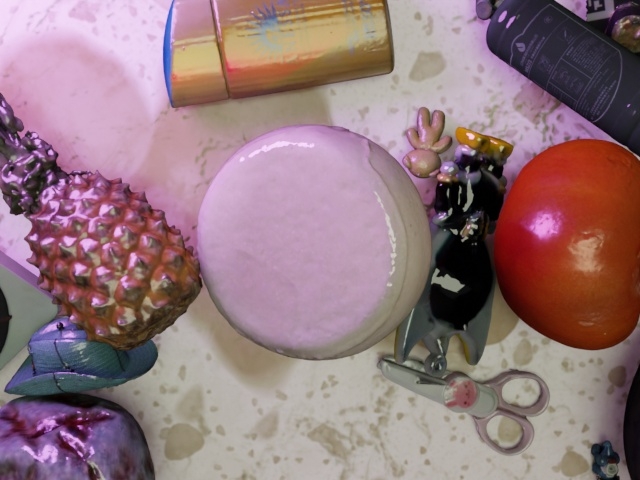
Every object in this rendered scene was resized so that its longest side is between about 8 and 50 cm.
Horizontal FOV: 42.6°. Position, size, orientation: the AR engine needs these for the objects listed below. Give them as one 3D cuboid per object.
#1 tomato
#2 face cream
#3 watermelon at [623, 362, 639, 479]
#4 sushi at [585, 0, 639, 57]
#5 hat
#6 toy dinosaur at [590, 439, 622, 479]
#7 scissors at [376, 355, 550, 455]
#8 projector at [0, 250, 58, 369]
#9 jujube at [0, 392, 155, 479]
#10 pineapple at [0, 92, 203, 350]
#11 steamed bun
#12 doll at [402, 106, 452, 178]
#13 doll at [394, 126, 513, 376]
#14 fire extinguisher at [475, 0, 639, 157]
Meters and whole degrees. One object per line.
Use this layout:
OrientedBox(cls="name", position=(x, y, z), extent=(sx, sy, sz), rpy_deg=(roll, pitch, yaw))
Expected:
OrientedBox(cls="tomato", position=(0.308, 0.004, 0.997), extent=(0.180, 0.260, 0.260), rpy_deg=(11, 96, 23))
OrientedBox(cls="face cream", position=(-0.057, -0.254, 1.017), extent=(0.285, 0.067, 0.139), rpy_deg=(-10, 94, -3))
OrientedBox(cls="watermelon", position=(0.522, 0.239, 1.014), extent=(0.279, 0.279, 0.359), rpy_deg=(12, 96, -6))
OrientedBox(cls="sushi", position=(0.433, -0.252, 0.987), extent=(0.215, 0.050, 0.192), rpy_deg=(-3, 132, 16))
OrientedBox(cls="hat", position=(-0.299, 0.132, 1.002), extent=(0.191, 0.138, 0.078), rpy_deg=(-10, 113, 0))
OrientedBox(cls="toy dinosaur", position=(0.393, 0.310, 1.124), extent=(0.030, 0.047, 0.083), rpy_deg=(-7, 98, -3))
OrientedBox(cls="scissors", position=(0.188, 0.207, 1.104), extent=(0.242, 0.030, 0.118), rpy_deg=(20, 94, -11))
OrientedBox(cls="projector", position=(-0.492, 0.090, 0.968), extent=(0.257, 0.079, 0.259), rpy_deg=(-44, 130, 0))
OrientedBox(cls="jujube", position=(-0.320, 0.333, 0.985), extent=(0.246, 0.215, 0.308), rpy_deg=(29, 94, 23))
OrientedBox(cls="pineapple", position=(-0.292, -0.038, 0.953), extent=(0.175, 0.175, 0.361), rpy_deg=(-39, 85, 0))
OrientedBox(cls="steamed bun", position=(0.000, 0.000, 0.982), extent=(0.283, 0.177, 0.283), rpy_deg=(4, 100, 23))
OrientedBox(cls="doll", position=(0.139, -0.125, 1.055), extent=(0.061, 0.051, 0.093), rpy_deg=(13, 94, 1))
OrientedBox(cls="doll", position=(0.170, 0.019, 1.038), extent=(0.103, 0.145, 0.316), rpy_deg=(16, 97, 25))
OrientedBox(cls="fire extinguisher", position=(0.301, -0.231, 1.002), extent=(0.311, 0.114, 0.095), rpy_deg=(40, 48, 20))
